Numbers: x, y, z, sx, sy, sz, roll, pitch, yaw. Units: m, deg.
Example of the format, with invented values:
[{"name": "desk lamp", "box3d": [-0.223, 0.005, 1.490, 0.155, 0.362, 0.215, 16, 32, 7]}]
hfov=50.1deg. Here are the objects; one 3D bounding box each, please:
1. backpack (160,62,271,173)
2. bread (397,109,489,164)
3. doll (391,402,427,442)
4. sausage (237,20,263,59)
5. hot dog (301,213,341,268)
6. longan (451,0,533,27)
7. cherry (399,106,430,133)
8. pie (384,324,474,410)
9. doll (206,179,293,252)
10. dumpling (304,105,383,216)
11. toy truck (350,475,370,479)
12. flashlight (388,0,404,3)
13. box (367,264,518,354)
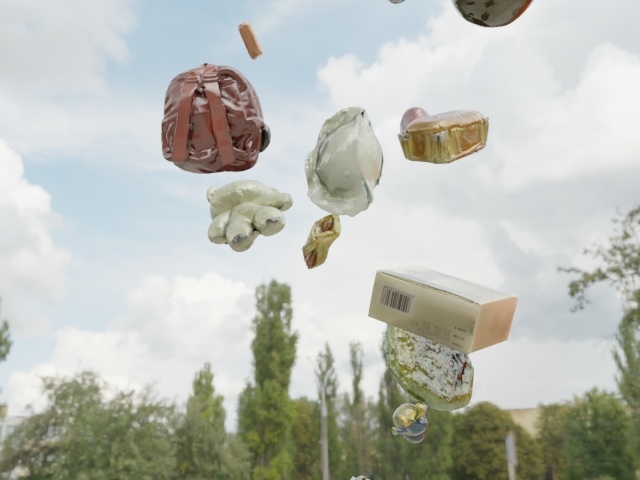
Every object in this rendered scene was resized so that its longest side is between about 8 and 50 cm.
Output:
[{"name": "backpack", "box3d": [-0.215, -0.240, 1.344, 0.229, 0.229, 0.139, -5, -1, 11]}, {"name": "bread", "box3d": [0.307, -0.258, 1.677, 0.136, 0.107, 0.241, 10, 22, 40]}, {"name": "doll", "box3d": [0.206, 0.414, 1.574, 0.102, 0.089, 0.179, -31, -30, -14]}, {"name": "sausage", "box3d": [-0.156, -0.442, 1.515, 0.034, 0.083, 0.034, -24, 7, 3]}, {"name": "hot dog", "box3d": [-0.001, -0.001, 1.778, 0.078, 0.169, 0.061, 25, 3, 29]}, {"name": "longan", "box3d": [0.355, -0.542, 1.385, 0.198, 0.212, 0.198, 8, -2, 0]}, {"name": "cherry", "box3d": [0.262, -0.331, 1.930, 0.090, 0.107, 0.225, -7, 23, -1]}, {"name": "pie", "box3d": [0.283, 0.283, 1.713, 0.323, 0.323, 0.070, 16, -40, -36]}, {"name": "doll", "box3d": [-0.154, -0.038, 1.469, 0.175, 0.149, 0.278, 3, 18, -13]}, {"name": "dumpling", "box3d": [0.035, -0.124, 1.104, 0.127, 0.188, 0.108, -7, -14, 37]}, {"name": "toy truck", "box3d": [0.151, 0.796, 2.029, 0.227, 0.114, 0.098, 44, -15, 1]}, {"name": "flashlight", "box3d": [0.126, -0.495, 1.297, 0.051, 0.129, 0.051, -20, -36, -15]}, {"name": "box", "box3d": [0.221, 0.118, 1.236, 0.212, 0.095, 0.168, 17, 10, 36]}]
